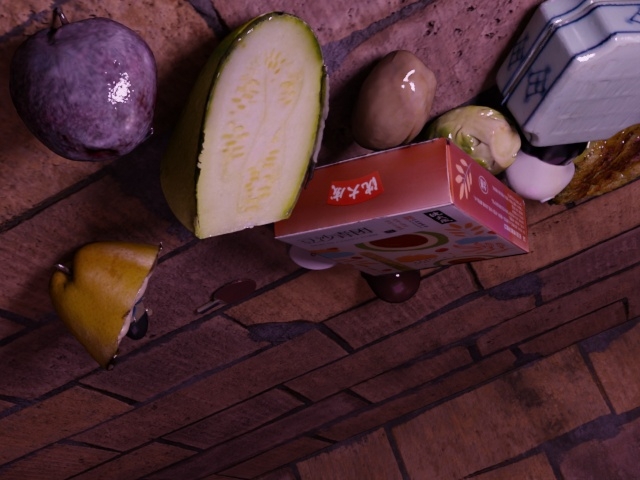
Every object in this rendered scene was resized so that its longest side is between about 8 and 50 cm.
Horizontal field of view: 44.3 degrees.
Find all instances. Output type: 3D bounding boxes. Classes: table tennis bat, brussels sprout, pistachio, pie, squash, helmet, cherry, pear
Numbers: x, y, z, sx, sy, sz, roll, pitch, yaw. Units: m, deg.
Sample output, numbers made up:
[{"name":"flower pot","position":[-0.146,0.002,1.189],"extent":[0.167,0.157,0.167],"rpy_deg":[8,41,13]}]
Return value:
[{"name":"table tennis bat","position":[-0.223,0.132,1.862],"extent":[0.158,0.014,0.095],"rpy_deg":[-30,152,15]},{"name":"brussels sprout","position":[0.287,-0.183,1.466],"extent":[0.143,0.181,0.161],"rpy_deg":[-56,133,-15]},{"name":"pistachio","position":[0.115,-0.223,1.302],"extent":[0.136,0.135,0.226],"rpy_deg":[-9,160,-20]},{"name":"pie","position":[0.623,-0.189,1.723],"extent":[0.289,0.102,0.354],"rpy_deg":[-19,154,-17]},{"name":"squash","position":[-0.090,-0.178,1.175],"extent":[0.234,0.210,0.309],"rpy_deg":[-13,159,-39]},{"name":"helmet","position":[0.188,0.097,1.967],"extent":[0.155,0.106,0.175],"rpy_deg":[-22,148,4]},{"name":"cherry","position":[-0.305,-0.194,1.029],"extent":[0.195,0.195,0.195],"rpy_deg":[-15,152,-8]},{"name":"pear","position":[-0.428,0.096,1.509],"extent":[0.178,0.266,0.267],"rpy_deg":[24,139,-9]}]

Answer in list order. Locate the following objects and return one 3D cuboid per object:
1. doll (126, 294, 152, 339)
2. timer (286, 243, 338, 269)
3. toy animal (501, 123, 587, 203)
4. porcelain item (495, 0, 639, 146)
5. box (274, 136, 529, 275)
[{"name":"doll","position":[-0.421,0.147,1.696],"extent":[0.102,0.088,0.179],"rpy_deg":[-19,129,-1]},{"name":"timer","position":[0.000,0.000,1.667],"extent":[0.136,0.136,0.099],"rpy_deg":[-7,120,-22]},{"name":"toy animal","position":[0.421,-0.172,1.533],"extent":[0.138,0.166,0.179],"rpy_deg":[-45,154,-61]},{"name":"porcelain item","position":[0.468,-0.304,1.355],"extent":[0.286,0.157,0.281],"rpy_deg":[-9,153,-21]},{"name":"box","position":[0.160,-0.044,1.474],"extent":[0.345,0.122,0.385],"rpy_deg":[-11,162,31]}]
